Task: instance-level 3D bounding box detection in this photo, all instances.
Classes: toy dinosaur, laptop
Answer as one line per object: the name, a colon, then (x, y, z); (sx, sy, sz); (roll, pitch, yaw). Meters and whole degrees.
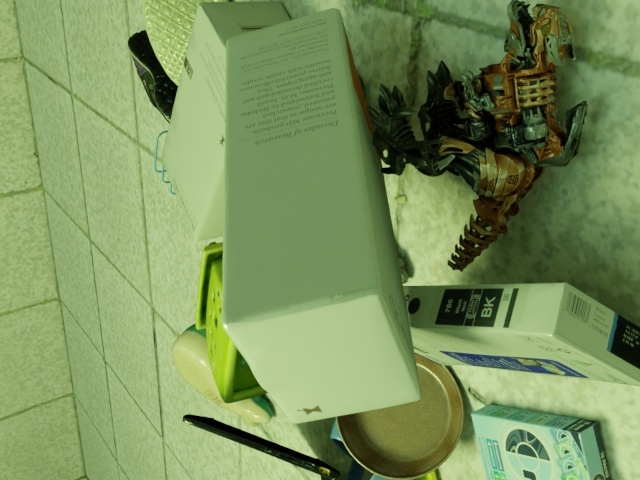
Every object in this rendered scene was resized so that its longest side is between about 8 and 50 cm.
toy dinosaur: (0.181, -0.110, 0.851); (0.218, 0.164, 0.322); (27, 106, 30)
laptop: (-0.074, 0.486, 1.298); (0.382, 0.408, 0.236); (107, -176, -75)

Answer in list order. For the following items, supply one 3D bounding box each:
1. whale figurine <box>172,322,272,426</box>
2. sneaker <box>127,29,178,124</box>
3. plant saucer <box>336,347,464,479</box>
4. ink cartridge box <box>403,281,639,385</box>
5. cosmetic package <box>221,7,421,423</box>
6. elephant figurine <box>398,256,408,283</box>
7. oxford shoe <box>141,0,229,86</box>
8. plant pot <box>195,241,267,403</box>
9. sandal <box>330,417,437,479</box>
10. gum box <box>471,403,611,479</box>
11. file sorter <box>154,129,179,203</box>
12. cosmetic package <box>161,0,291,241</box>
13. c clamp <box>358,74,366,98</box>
whale figurine: (-0.202, 0.292, 1.662); (0.272, 0.141, 0.216); (46, 146, -3)
sneaker: (-0.314, -0.313, 1.579); (0.283, 0.107, 0.124); (60, 161, 27)
plant saucer: (0.121, 0.257, 1.123); (0.198, 0.036, 0.199); (-5, 78, 22)
ink cartridge box: (0.205, 0.108, 0.888); (0.332, 0.165, 0.065); (-8, 60, 56)
cosmetic package: (-0.005, -0.044, 0.896); (0.230, 0.161, 0.453); (66, -165, -49)
elephant figurine: (0.000, 0.000, 1.180); (0.239, 0.169, 0.186); (57, 177, -3)
oxford shoe: (-0.256, -0.500, 1.365); (0.130, 0.169, 0.449); (-76, -24, -66)
plant pot: (-0.100, 0.115, 1.312); (0.207, 0.227, 0.228); (53, 144, 39)
sandal: (0.074, 0.294, 1.203); (0.126, 0.138, 0.317); (-42, 67, 58)
gum box: (0.288, 0.302, 0.962); (0.184, 0.041, 0.157); (-7, 98, 57)
file sorter: (-0.264, -0.145, 1.548); (0.170, 0.104, 0.118); (50, 141, 33)
cosmetic package: (-0.147, -0.195, 1.288); (0.217, 0.156, 0.385); (63, 146, 27)
c clamp: (0.026, -0.196, 1.160); (0.160, 0.022, 0.137); (4, 103, 58)
